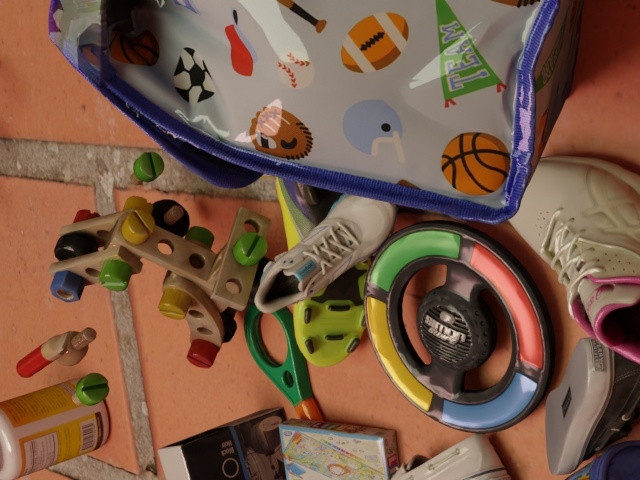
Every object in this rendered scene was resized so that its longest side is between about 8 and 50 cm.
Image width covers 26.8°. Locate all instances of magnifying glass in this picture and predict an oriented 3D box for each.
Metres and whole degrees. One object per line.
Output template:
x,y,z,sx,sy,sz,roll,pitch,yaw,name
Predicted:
-0.030,0.177,1.650,0.092,0.026,0.231,-43,67,48,magnifying glass

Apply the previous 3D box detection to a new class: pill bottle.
-0.438,0.291,2.033,0.117,0.215,0.117,21,118,46,pill bottle

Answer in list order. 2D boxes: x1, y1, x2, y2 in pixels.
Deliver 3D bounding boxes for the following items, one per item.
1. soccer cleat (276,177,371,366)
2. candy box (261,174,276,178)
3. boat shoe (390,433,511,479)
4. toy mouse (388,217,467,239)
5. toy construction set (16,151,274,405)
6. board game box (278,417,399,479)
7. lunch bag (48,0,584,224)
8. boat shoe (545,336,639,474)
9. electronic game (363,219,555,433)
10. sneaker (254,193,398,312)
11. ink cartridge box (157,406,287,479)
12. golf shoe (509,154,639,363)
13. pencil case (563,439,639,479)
0.001,-0.001,1.513,0.121,0.093,0.289,-136,39,-65,soccer cleat
-0.058,-0.163,1.498,0.027,0.105,0.206,-115,31,-55,candy box
0.116,0.271,1.466,0.226,0.083,0.076,-31,67,37,boat shoe
0.098,-0.032,1.405,0.143,0.031,0.161,6,113,36,toy mouse
-0.192,0.049,1.559,0.257,0.309,0.237,51,145,-5,toy construction set
0.024,0.269,1.583,0.154,0.026,0.103,1,104,37,board game box
0.014,-0.181,1.112,0.385,0.328,0.239,12,114,11,lunch bag
0.257,0.153,1.232,0.228,0.076,0.080,93,176,-55,boat shoe
0.137,0.089,1.367,0.229,0.048,0.229,18,119,36,electronic game
0.004,0.018,1.399,0.071,0.083,0.190,47,113,-1,sneaker
-0.076,0.389,1.664,0.065,0.165,0.333,-18,89,51,ink cartridge box
0.251,0.019,1.154,0.306,0.140,0.115,37,130,40,golf shoe
0.234,0.308,1.288,0.306,0.119,0.133,-52,38,46,pencil case
